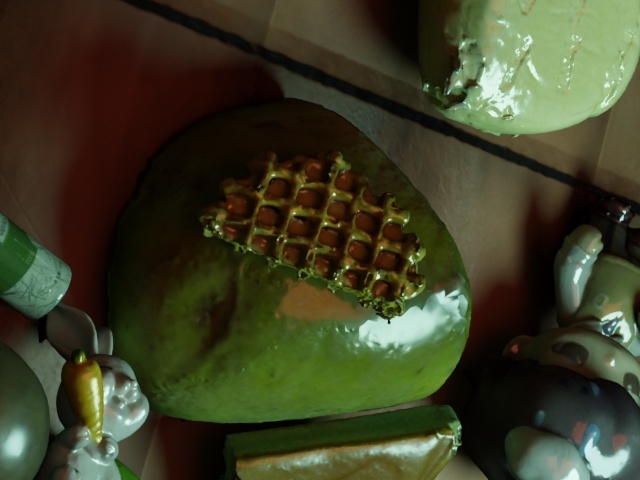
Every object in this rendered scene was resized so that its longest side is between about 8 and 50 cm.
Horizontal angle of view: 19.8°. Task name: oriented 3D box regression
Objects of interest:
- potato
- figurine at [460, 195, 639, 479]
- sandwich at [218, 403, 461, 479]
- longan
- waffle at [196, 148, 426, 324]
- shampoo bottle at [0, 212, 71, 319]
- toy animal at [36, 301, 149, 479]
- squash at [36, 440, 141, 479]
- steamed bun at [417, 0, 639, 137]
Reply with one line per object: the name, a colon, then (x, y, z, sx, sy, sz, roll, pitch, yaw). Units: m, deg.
potato: (-0.035, 0.051, 1.699, 0.280, 0.212, 0.330, -23, 108, -35)
figurine: (0.302, 0.133, 1.980, 0.218, 0.206, 0.365, 42, 70, -33)
sandwich: (-0.004, 0.232, 1.776, 0.212, 0.063, 0.245, 29, 105, -37)
longan: (-0.323, 0.159, 1.523, 0.184, 0.204, 0.159, 26, 33, -10)
waffle: (0.000, 0.000, 1.607, 0.160, 0.046, 0.192, -35, 82, -25)
shampoo bottle: (-0.305, -0.011, 1.572, 0.204, 0.065, 0.065, 42, 70, -34)
toy animal: (-0.211, 0.135, 1.596, 0.131, 0.127, 0.182, 30, 62, -47)
squash: (-0.161, 0.292, 1.697, 0.082, 0.082, 0.292, -45, 115, -25)
steamed bun: (0.201, -0.231, 1.885, 0.273, 0.166, 0.232, -11, 115, -32)
